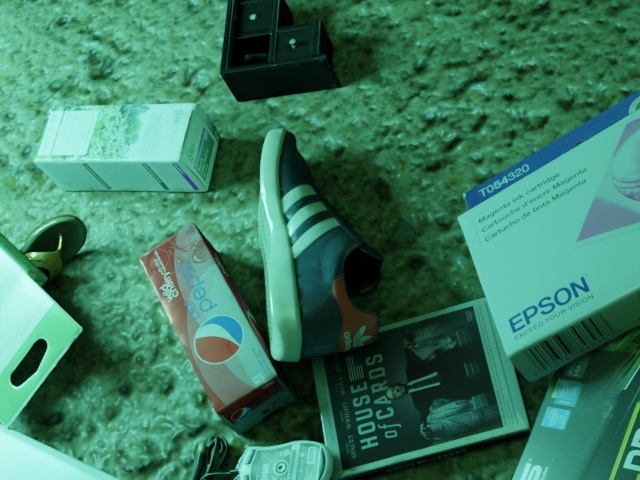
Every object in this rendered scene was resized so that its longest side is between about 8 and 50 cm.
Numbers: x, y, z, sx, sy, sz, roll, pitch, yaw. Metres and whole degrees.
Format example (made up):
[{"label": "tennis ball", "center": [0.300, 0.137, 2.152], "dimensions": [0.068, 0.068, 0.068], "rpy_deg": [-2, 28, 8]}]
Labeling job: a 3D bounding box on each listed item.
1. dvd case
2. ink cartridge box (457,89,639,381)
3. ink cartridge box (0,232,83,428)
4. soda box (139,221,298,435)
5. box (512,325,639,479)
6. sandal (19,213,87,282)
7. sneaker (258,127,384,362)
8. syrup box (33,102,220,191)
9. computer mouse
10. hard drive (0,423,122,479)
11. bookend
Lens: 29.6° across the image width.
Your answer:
[{"label": "dvd case", "center": [0.113, 0.176, 1.429], "dimensions": [0.239, 0.029, 0.179], "rpy_deg": [-17, 57, 10]}, {"label": "ink cartridge box", "center": [0.319, -0.045, 1.367], "dimensions": [0.324, 0.071, 0.330], "rpy_deg": [-32, 41, 16]}, {"label": "ink cartridge box", "center": [-0.424, 0.110, 1.603], "dimensions": [0.235, 0.056, 0.171], "rpy_deg": [39, 96, 21]}, {"label": "soda box", "center": [-0.131, 0.107, 1.523], "dimensions": [0.092, 0.083, 0.263], "rpy_deg": [-33, 57, 0]}, {"label": "box", "center": [0.375, 0.204, 1.225], "dimensions": [0.318, 0.097, 0.394], "rpy_deg": [5, 62, 47]}, {"label": "sandal", "center": [-0.392, 0.034, 1.664], "dimensions": [0.180, 0.072, 0.049], "rpy_deg": [-36, 44, 5]}, {"label": "sneaker", "center": [0.000, 0.000, 1.526], "dimensions": [0.148, 0.131, 0.350], "rpy_deg": [-3, 53, -6]}, {"label": "syrup box", "center": [-0.269, -0.129, 1.696], "dimensions": [0.237, 0.096, 0.093], "rpy_deg": [1, 65, 20]}, {"label": "computer mouse", "center": [-0.067, 0.279, 1.427], "dimensions": [0.193, 0.042, 0.106], "rpy_deg": [-7, 55, 25]}, {"label": "hard drive", "center": [-0.390, 0.361, 1.497], "dimensions": [0.353, 0.047, 0.233], "rpy_deg": [18, 70, 27]}, {"label": "bookend", "center": [-0.052, -0.289, 1.722], "dimensions": [0.157, 0.072, 0.156], "rpy_deg": [-5, 60, 17]}]
